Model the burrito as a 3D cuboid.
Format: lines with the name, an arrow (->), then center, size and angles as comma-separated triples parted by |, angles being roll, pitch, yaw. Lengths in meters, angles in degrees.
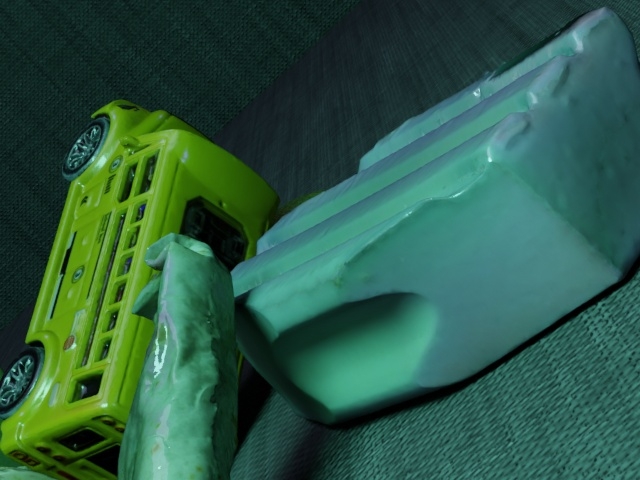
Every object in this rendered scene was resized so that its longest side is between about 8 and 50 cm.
burrito -> -0.080, 0.126, 0.926 | 0.096, 0.066, 0.309 | 108, 166, -45

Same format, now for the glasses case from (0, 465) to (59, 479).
glasses case -> -0.258, 0.303, 0.883 | 0.425, 0.156, 0.098 | -47, 19, -22

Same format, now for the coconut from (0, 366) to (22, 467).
coconut -> -0.421, 0.201, 1.525 | 0.281, 0.328, 0.328 | -28, 2, -30

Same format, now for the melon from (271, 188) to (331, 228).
melon -> 0.000, 0.000, 1.338 | 0.160, 0.079, 0.128 | -50, 11, -33

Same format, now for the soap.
soap -> 0.062, 0.005, 1.005 | 0.193, 0.109, 0.324 | -50, 13, -33

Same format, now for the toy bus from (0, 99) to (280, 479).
toy bus -> -0.123, 0.033, 1.263 | 0.151, 0.145, 0.331 | -27, 40, 40
